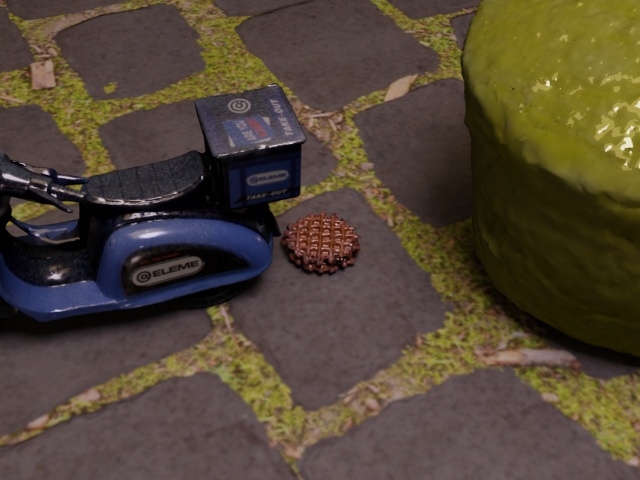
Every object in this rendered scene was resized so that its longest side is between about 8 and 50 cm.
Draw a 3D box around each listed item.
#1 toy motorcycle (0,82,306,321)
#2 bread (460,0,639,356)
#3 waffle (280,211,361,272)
[{"bbox_3d":[-0.196,-0.021,0.649,0.359,0.212,0.125,-13,49,-15],"label":"toy motorcycle"},{"bbox_3d":[0.291,-0.078,0.662,0.348,0.307,0.348,-1,51,2],"label":"bread"},{"bbox_3d":[0.000,0.000,0.765,0.075,0.029,0.083,-25,49,-28],"label":"waffle"}]
